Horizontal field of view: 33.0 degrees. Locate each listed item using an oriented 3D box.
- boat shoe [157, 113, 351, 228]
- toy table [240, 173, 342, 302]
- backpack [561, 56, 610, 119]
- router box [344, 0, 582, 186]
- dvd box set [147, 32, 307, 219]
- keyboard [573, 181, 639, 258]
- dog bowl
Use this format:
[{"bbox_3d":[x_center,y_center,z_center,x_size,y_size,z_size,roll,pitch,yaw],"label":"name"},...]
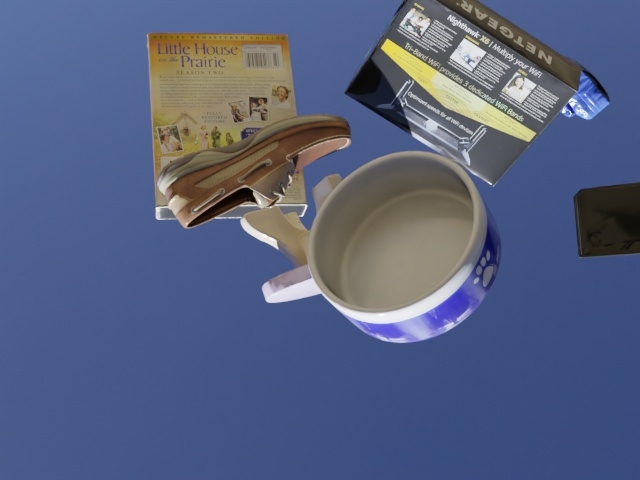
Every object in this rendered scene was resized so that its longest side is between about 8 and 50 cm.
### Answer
[{"bbox_3d":[-0.096,-0.107,1.752,0.324,0.123,0.116,-21,-105,-1],"label":"boat shoe"},{"bbox_3d":[0.000,0.000,1.930,0.274,0.160,0.252,-11,165,-41],"label":"toy table"},{"bbox_3d":[0.529,-0.305,2.236,0.101,0.120,0.098,-45,-158,19],"label":"backpack"},{"bbox_3d":[0.231,-0.263,1.782,0.309,0.243,0.081,32,-138,-8],"label":"router box"},{"bbox_3d":[-0.201,-0.245,2.256,0.308,0.062,0.420,-2,-115,-12],"label":"dvd box set"},{"bbox_3d":[0.543,-0.001,1.602,0.317,0.033,0.201,-5,-117,15],"label":"keyboard"},{"bbox_3d":[0.120,0.009,1.550,0.265,0.104,0.264,-15,-126,22],"label":"dog bowl"}]
